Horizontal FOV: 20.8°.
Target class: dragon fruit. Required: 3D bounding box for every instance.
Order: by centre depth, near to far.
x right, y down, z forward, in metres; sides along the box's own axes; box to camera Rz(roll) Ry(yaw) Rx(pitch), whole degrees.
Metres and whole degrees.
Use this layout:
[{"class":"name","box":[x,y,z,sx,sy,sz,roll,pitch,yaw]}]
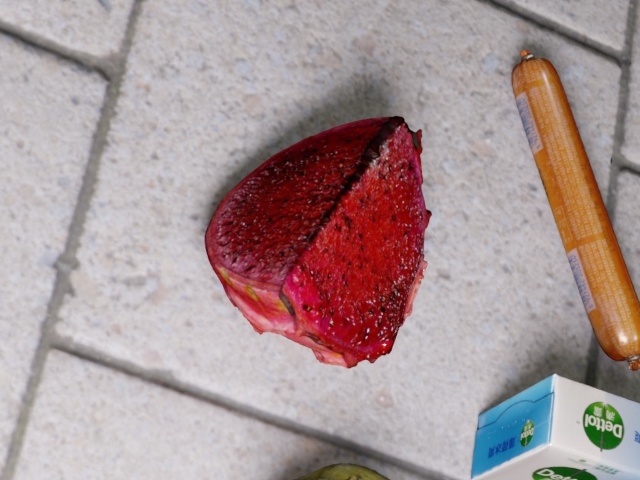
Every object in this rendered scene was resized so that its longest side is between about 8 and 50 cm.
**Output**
[{"class":"dragon fruit","box":[0.000,0.000,1.551,0.189,0.163,0.262,23,52,16]}]

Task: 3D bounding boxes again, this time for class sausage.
[{"class":"sausage","box":[0.258,-0.033,1.748,0.053,0.053,0.348,-8,72,-30]}]

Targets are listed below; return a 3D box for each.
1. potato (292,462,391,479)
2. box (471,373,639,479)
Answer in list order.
[{"class":"potato","box":[0.046,0.304,1.427,0.174,0.159,0.251,-18,83,-48]},{"class":"box","box":[0.256,0.199,1.595,0.194,0.139,0.073,20,61,-19]}]
